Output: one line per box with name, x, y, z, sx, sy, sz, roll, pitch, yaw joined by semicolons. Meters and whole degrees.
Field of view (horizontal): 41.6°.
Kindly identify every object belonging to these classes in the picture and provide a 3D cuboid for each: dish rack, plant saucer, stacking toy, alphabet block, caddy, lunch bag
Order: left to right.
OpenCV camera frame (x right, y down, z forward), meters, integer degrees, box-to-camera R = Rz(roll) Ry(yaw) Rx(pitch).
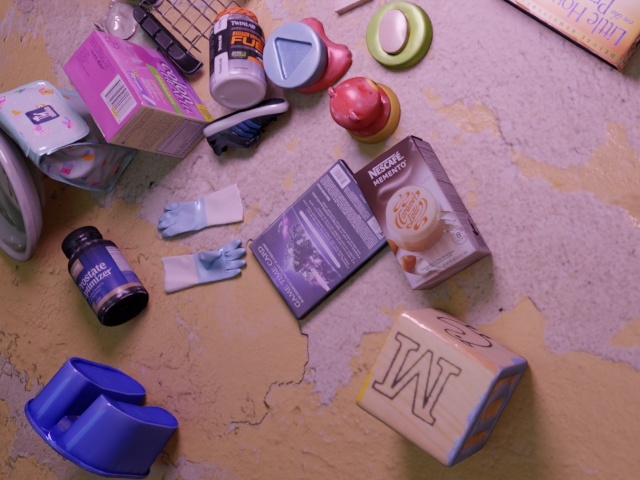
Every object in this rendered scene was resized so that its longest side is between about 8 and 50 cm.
plant saucer;-0.750;-0.147;2.002;0.400;0.101;0.400;34;138;37
lunch bag;-0.581;-0.234;1.878;0.223;0.262;0.160;46;109;23
caddy;-0.458;0.387;1.754;0.241;0.341;0.179;37;88;26
dish rack;-0.267;-0.521;1.821;0.271;0.074;0.208;-47;69;8
stacking toy;0.044;-0.368;1.615;0.309;0.130;0.279;38;106;24
alphabet block;0.212;0.246;1.462;0.197;0.192;0.193;31;100;25

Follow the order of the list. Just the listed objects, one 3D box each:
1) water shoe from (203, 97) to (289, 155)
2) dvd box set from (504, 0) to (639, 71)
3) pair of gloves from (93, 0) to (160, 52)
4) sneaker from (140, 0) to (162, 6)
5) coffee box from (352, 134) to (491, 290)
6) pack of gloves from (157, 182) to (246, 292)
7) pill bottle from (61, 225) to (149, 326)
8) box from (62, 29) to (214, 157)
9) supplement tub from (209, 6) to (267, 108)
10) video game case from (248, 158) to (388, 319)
water shoe;-0.145;-0.236;1.760;0.203;0.073;0.080;-14;110;25
dvd box set;0.504;-0.538;1.408;0.308;0.062;0.420;40;106;24
pair of gloves;-0.480;-0.431;1.957;0.204;0.042;0.240;41;106;24
sneaker;-0.420;-0.639;1.887;0.079;0.121;0.216;-23;77;25
coffee box;0.183;-0.049;1.541;0.141;0.098;0.246;-34;72;23
pack of gloves;-0.267;-0.003;1.818;0.232;0.046;0.194;-14;82;27
pill bottle;-0.489;0.076;1.891;0.123;0.123;0.219;-48;66;19
box;-0.377;-0.303;1.779;0.117;0.243;0.213;-42;69;20
supplement tub;-0.169;-0.374;1.721;0.117;0.117;0.190;-20;59;27
video game case;0.000;0.000;1.682;0.274;0.026;0.196;-43;69;22
